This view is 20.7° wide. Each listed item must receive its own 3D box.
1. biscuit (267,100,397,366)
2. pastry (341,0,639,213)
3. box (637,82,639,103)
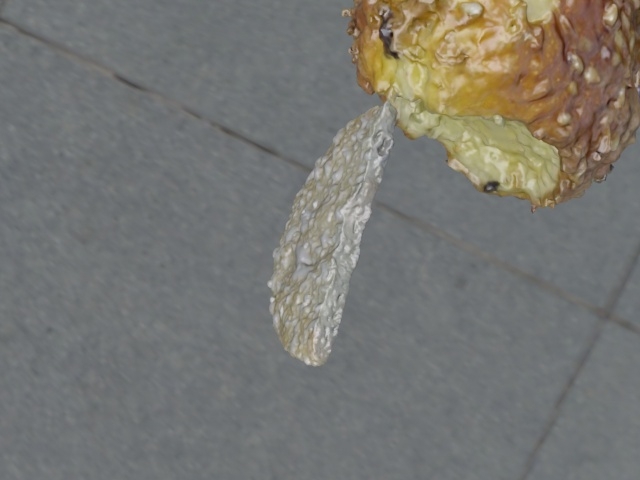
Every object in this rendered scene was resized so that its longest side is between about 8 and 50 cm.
[{"bbox_3d":[-0.001,-0.003,1.594,0.032,0.133,0.250,25,72,-28],"label":"biscuit"},{"bbox_3d":[0.203,-0.239,1.905,0.405,0.292,0.337,34,71,-45],"label":"pastry"},{"bbox_3d":[0.318,-0.109,0.773,0.134,0.345,0.097,59,30,3],"label":"box"}]
